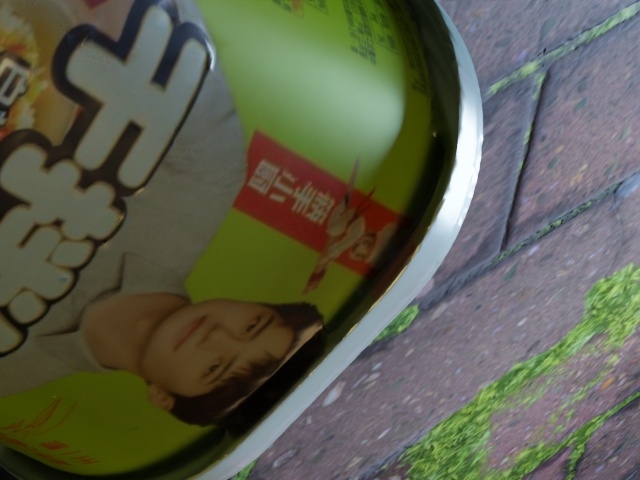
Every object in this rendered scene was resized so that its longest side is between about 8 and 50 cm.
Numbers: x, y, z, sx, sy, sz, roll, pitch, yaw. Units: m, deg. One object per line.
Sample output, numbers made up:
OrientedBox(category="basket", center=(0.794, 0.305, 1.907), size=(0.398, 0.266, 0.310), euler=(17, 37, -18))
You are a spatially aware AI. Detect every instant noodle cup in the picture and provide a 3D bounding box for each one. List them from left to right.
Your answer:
OrientedBox(category="instant noodle cup", center=(-0.136, -0.071, 0.678), size=(0.294, 0.294, 0.308), euler=(-46, 148, 10))

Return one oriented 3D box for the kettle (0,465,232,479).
OrientedBox(category="kettle", center=(-0.162, 0.232, 1.114), size=(0.271, 0.207, 0.251), euler=(-44, -161, -1))
